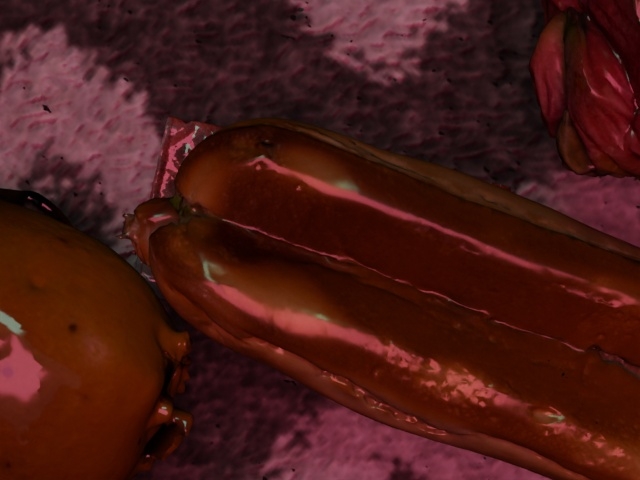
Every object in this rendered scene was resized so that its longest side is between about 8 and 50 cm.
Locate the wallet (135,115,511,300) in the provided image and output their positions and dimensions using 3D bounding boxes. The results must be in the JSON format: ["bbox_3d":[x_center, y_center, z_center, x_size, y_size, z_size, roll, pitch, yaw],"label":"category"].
[{"bbox_3d":[0.000,0.000,0.886,0.196,0.020,0.103,11,96,-1],"label":"wallet"}]

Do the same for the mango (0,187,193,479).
[{"bbox_3d":[-0.209,0.064,0.829,0.287,0.152,0.201,3,104,3],"label":"mango"}]

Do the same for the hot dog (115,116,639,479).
[{"bbox_3d":[0.061,0.033,0.831,0.337,0.100,0.135,20,85,-4],"label":"hot dog"}]

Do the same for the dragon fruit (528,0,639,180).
[{"bbox_3d":[0.250,-0.144,0.769,0.315,0.250,0.250,-10,94,9],"label":"dragon fruit"}]
